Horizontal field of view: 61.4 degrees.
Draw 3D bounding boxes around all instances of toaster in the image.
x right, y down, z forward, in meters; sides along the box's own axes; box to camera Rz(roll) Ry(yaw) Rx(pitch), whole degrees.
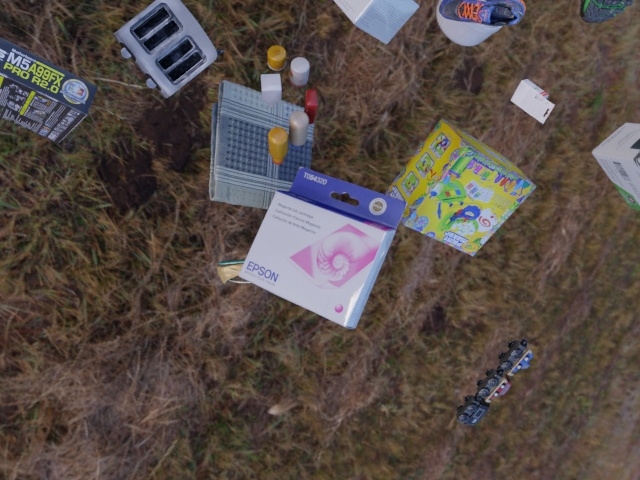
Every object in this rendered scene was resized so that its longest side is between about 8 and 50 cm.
[{"bbox_3d":[-0.323,-0.421,1.159,0.185,0.110,0.168,-38,117,-1],"label":"toaster"}]

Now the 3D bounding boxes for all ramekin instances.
[{"bbox_3d":[0.453,-0.699,1.655,0.207,0.207,0.109,-30,175,-31],"label":"ramekin"}]

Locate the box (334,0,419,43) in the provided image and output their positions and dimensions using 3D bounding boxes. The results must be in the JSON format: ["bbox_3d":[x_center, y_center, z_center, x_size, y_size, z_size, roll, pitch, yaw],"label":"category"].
[{"bbox_3d":[0.107,-0.584,1.260,0.119,0.181,0.181,-44,160,26],"label":"box"}]

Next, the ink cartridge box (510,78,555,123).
[{"bbox_3d":[0.567,-0.368,1.427,0.029,0.115,0.063,-23,148,-33],"label":"ink cartridge box"}]

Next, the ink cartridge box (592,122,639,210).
[{"bbox_3d":[0.591,-0.112,0.915,0.087,0.208,0.153,-41,107,5],"label":"ink cartridge box"}]

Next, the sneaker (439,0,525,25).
[{"bbox_3d":[0.419,-0.599,1.396,0.087,0.221,0.083,-71,163,-50],"label":"sneaker"}]

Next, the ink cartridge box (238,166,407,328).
[{"bbox_3d":[0.000,0.000,1.311,0.071,0.323,0.330,29,83,-63],"label":"ink cartridge box"}]

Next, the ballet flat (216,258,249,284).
[{"bbox_3d":[-0.183,0.080,1.538,0.080,0.232,0.073,-21,100,-72],"label":"ballet flat"}]

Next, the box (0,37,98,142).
[{"bbox_3d":[-0.555,-0.276,0.993,0.216,0.270,0.060,25,73,-32],"label":"box"}]

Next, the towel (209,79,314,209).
[{"bbox_3d":[-0.152,-0.236,1.427,0.324,0.056,0.313,8,84,-43],"label":"towel"}]

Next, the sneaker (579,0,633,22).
[{"bbox_3d":[0.716,-0.699,1.299,0.134,0.146,0.344,12,107,-27],"label":"sneaker"}]

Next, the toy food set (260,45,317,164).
[{"bbox_3d":[-0.066,-0.283,1.135,0.111,0.233,0.104,-5,161,-7],"label":"toy food set"}]

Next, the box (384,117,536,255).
[{"bbox_3d":[0.399,-0.146,1.565,0.289,0.177,0.279,22,118,-30],"label":"box"}]

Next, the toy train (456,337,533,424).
[{"bbox_3d":[0.234,0.192,0.720,0.036,0.027,0.158,23,117,-8],"label":"toy train"}]
